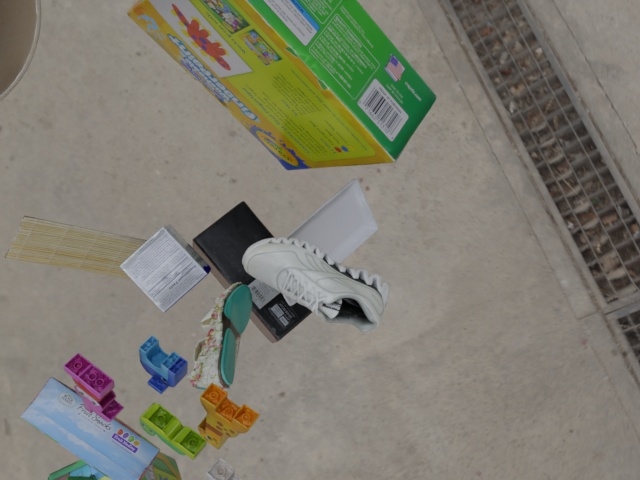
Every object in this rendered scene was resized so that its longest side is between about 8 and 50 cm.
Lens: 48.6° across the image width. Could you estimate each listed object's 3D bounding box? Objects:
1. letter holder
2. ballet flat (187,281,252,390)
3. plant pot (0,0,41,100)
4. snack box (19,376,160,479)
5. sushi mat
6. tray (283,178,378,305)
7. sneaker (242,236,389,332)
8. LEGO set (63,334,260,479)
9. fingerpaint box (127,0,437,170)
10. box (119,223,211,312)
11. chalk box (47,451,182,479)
[{"bbox_3d":[-0.158,0.087,1.703,0.152,0.214,0.301,-40,89,-17],"label":"letter holder"},{"bbox_3d":[-0.180,0.164,1.242,0.077,0.091,0.240,-14,34,17],"label":"ballet flat"},{"bbox_3d":[-0.524,-0.299,0.840,0.274,0.257,0.256,28,97,32],"label":"plant pot"},{"bbox_3d":[-0.315,0.275,0.998,0.175,0.207,0.070,35,68,-1],"label":"snack box"},{"bbox_3d":[-0.510,0.025,1.558,0.151,0.317,0.019,-50,40,37],"label":"sushi mat"},{"bbox_3d":[0.000,0.000,1.480,0.270,0.145,0.030,-41,37,-20],"label":"tray"},{"bbox_3d":[-0.009,0.084,1.329,0.292,0.118,0.110,20,126,-5],"label":"sneaker"},{"bbox_3d":[-0.133,0.181,0.699,0.227,0.087,0.093,33,143,15],"label":"LEGO set"},{"bbox_3d":[-0.074,-0.332,1.259,0.163,0.445,0.371,-56,27,-17],"label":"fingerpaint box"},{"bbox_3d":[-0.324,0.057,1.491,0.126,0.072,0.137,-41,96,3],"label":"box"},{"bbox_3d":[-0.380,0.500,1.335,0.179,0.289,0.180,-24,61,-1],"label":"chalk box"}]
